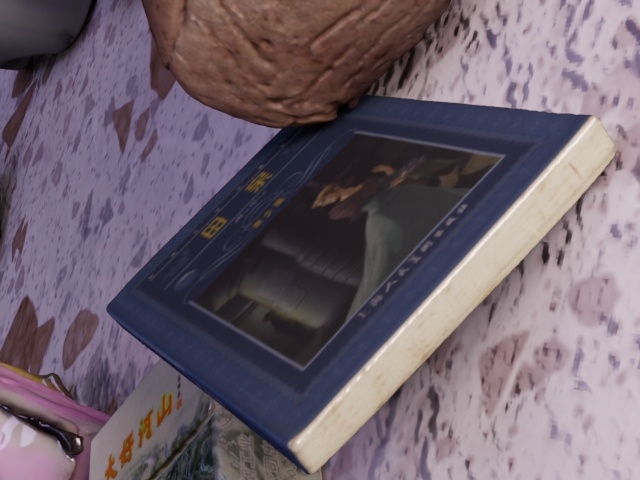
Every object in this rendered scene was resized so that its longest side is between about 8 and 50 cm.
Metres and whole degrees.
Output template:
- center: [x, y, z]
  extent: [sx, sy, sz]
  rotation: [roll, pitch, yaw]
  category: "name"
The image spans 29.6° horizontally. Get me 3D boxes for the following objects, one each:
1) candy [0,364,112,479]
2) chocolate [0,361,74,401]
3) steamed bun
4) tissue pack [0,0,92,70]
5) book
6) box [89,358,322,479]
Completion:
- center: [-0.276, 0.154, 0.843]
  extent: [0.116, 0.265, 0.155]
  rotation: [18, -88, -76]
  category: "candy"
- center: [-0.351, 0.311, 1.053]
  extent: [0.445, 0.162, 0.162]
  rotation: [-65, 27, 21]
  category: "chocolate"
- center: [-0.013, -0.232, 0.659]
  extent: [0.301, 0.199, 0.251]
  rotation: [-54, 24, 29]
  category: "steamed bun"
- center: [-0.414, -0.340, 1.459]
  extent: [0.333, 0.236, 0.229]
  rotation: [2, 74, 62]
  category: "tissue pack"
- center: [0.000, 0.000, 0.604]
  extent: [0.191, 0.025, 0.269]
  rotation: [-45, 24, -12]
  category: "book"
- center: [-0.065, 0.183, 0.651]
  extent: [0.164, 0.069, 0.256]
  rotation: [-49, 35, 37]
  category: "box"
